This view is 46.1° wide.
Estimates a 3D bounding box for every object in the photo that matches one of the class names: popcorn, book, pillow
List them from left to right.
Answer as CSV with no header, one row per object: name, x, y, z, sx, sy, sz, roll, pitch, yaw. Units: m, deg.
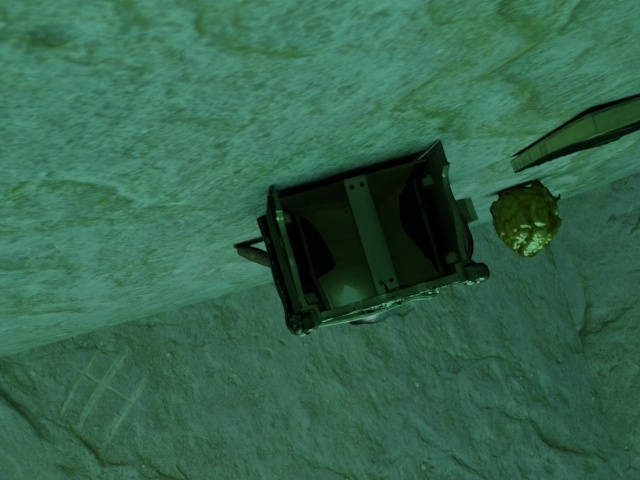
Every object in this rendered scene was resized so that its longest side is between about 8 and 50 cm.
pillow,-0.093,0.054,1.707,0.211,0.034,0.135,22,178,6
popcorn,0.660,-0.072,2.375,0.225,0.249,0.249,-35,172,10
book,0.534,-0.208,1.396,0.261,0.043,0.371,-18,177,-8

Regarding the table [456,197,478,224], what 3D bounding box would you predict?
table,0.415,-0.078,2.257,0.083,0.079,0.062,-17,175,-19

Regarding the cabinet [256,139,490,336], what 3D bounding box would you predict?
cabinet,0.069,0.013,1.210,0.290,0.227,0.318,-15,175,-7

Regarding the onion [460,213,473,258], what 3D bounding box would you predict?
onion,0.219,0.011,1.709,0.206,0.216,0.207,-11,167,-34

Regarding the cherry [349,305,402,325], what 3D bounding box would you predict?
cherry,0.121,0.068,1.890,0.255,0.296,0.218,14,168,-9
